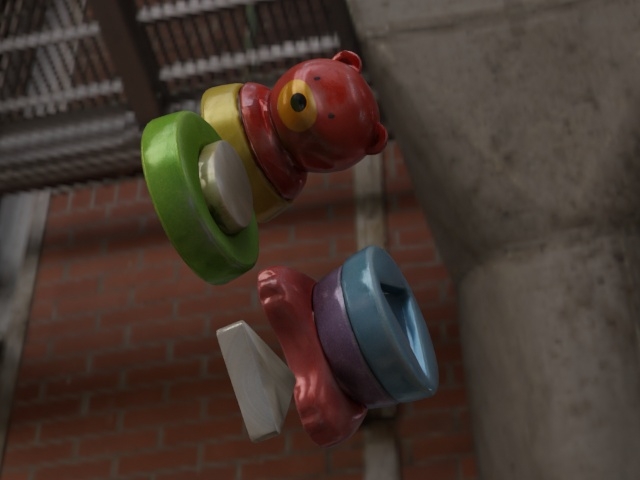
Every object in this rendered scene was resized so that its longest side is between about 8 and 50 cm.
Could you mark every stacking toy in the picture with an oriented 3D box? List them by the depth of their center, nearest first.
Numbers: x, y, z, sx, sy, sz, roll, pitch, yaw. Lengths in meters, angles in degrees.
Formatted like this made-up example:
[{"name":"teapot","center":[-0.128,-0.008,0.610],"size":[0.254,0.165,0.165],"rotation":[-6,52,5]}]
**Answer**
[{"name":"stacking toy","center":[0.000,0.000,1.141],"size":[0.130,0.279,0.309],"rotation":[-23,-92,15]}]
